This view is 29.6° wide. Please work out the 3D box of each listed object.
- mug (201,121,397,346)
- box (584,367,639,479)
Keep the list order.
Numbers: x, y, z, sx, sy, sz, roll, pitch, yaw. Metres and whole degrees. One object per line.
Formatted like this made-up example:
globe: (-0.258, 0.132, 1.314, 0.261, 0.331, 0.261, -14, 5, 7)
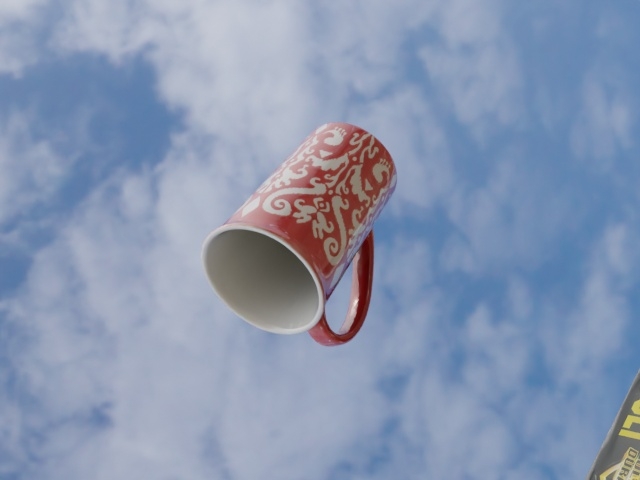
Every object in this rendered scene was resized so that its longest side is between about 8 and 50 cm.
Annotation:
mug: (-0.009, -0.004, 1.035, 0.169, 0.113, 0.150, -54, -32, -41)
box: (0.373, 0.203, 1.150, 0.322, 0.079, 0.257, -55, -51, -26)
